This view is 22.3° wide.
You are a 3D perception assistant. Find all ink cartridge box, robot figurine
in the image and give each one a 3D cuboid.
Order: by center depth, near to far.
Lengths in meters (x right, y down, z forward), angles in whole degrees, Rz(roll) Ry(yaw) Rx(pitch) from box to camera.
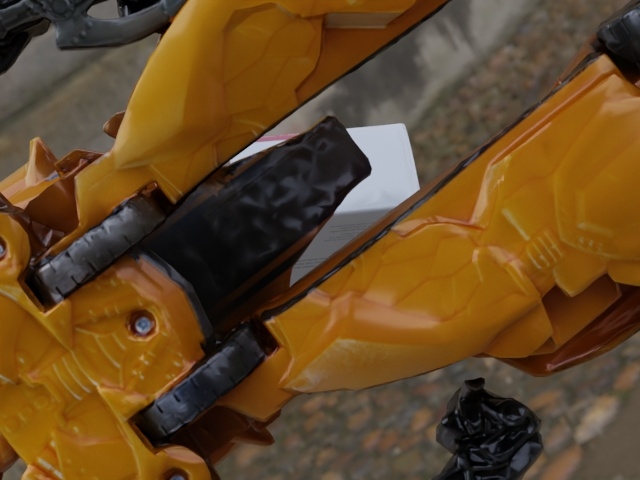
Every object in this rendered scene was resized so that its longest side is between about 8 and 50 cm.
[{"bbox_3d":[0.010,-0.023,0.429,0.291,0.211,0.085,-37,5,-5],"label":"robot figurine"},{"bbox_3d":[0.000,0.000,1.003,0.109,0.150,0.063,-6,58,-6],"label":"ink cartridge box"}]
